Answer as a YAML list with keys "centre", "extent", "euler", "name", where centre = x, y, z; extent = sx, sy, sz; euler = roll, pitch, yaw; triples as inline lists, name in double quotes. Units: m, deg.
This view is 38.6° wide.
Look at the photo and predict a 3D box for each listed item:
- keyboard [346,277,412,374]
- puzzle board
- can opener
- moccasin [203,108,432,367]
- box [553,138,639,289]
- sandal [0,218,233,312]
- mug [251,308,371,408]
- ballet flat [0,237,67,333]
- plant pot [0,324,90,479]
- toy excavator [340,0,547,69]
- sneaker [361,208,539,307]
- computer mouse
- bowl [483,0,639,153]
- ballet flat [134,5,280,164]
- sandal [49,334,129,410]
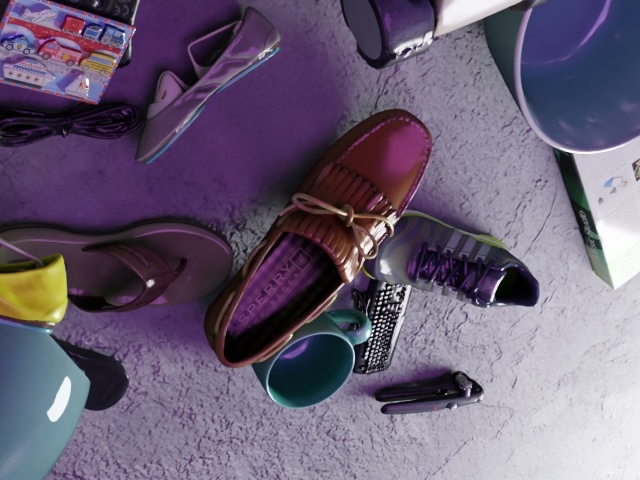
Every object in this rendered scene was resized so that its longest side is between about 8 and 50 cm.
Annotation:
- centre: [0.086, 0.124, 1.335]
  extent: [0.100, 0.038, 0.192]
  euler: [-4, 121, -26]
  name: "keyboard"
- centre: [-0.256, -0.184, 0.896]
  extent: [0.128, 0.011, 0.096]
  euler: [9, 125, -42]
  name: "puzzle board"
- centre: [0.176, 0.251, 1.450]
  extent: [0.186, 0.059, 0.073]
  euler: [-4, 122, -27]
  name: "can opener"
- centre: [-0.002, -0.002, 1.116]
  extent: [0.380, 0.147, 0.139]
  euler: [-44, 102, 0]
  name: "moccasin"
- centre: [0.492, -0.099, 1.394]
  extent: [0.232, 0.058, 0.322]
  euler: [-34, 129, -4]
  name: "box"
- centre: [-0.245, 0.044, 1.073]
  extent: [0.302, 0.086, 0.120]
  euler: [-2, 121, -27]
  name: "sandal"
- centre: [-0.020, 0.149, 1.255]
  extent: [0.157, 0.097, 0.130]
  euler: [-1, 120, -28]
  name: "mug"
- centre: [-0.306, 0.020, 0.715]
  extent: [0.231, 0.077, 0.077]
  euler: [13, 92, -37]
  name: "ballet flat"
- centre: [-0.380, 0.156, 0.920]
  extent: [0.235, 0.293, 0.293]
  euler: [-43, 132, -16]
  name: "plant pot"
- centre: [0.076, -0.451, 0.812]
  extent: [0.222, 0.433, 0.445]
  euler: [-23, 156, -13]
  name: "toy excavator"
- centre: [0.187, 0.033, 1.265]
  extent: [0.299, 0.121, 0.111]
  euler: [8, 104, -34]
  name: "sneaker"
- centre: [-0.270, -0.211, 0.916]
  extent: [0.184, 0.060, 0.262]
  euler: [-13, 137, -26]
  name: "computer mouse"
- centre: [0.325, -0.278, 1.117]
  extent: [0.311, 0.163, 0.312]
  euler: [-13, 125, -20]
  name: "bowl"
- centre: [-0.139, -0.175, 1.009]
  extent: [0.213, 0.072, 0.068]
  euler: [-41, 108, -1]
  name: "ballet flat"
- centre: [-0.346, 0.158, 1.114]
  extent: [0.254, 0.054, 0.097]
  euler: [18, 111, -35]
  name: "sandal"
